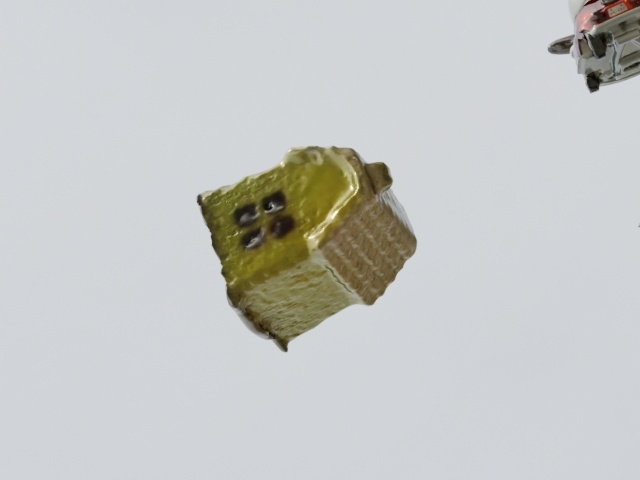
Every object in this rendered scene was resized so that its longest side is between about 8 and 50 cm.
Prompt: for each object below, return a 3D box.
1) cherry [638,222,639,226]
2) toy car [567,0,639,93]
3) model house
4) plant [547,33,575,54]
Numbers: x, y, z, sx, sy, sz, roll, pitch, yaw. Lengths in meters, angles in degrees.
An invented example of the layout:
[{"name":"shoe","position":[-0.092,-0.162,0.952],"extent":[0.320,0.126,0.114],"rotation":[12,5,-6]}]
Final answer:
[{"name":"cherry","position":[0.505,-0.059,2.081],"extent":[0.107,0.225,0.090],"rotation":[47,-163,3]},{"name":"toy car","position":[0.295,-0.228,1.704],"extent":[0.139,0.112,0.112],"rotation":[48,-159,-69]},{"name":"model house","position":[0.000,0.000,2.032],"extent":[0.193,0.234,0.175],"rotation":[46,-154,-56]},{"name":"plant","position":[0.433,-0.283,2.035],"extent":[0.320,0.194,0.181],"rotation":[7,-152,-10]}]
